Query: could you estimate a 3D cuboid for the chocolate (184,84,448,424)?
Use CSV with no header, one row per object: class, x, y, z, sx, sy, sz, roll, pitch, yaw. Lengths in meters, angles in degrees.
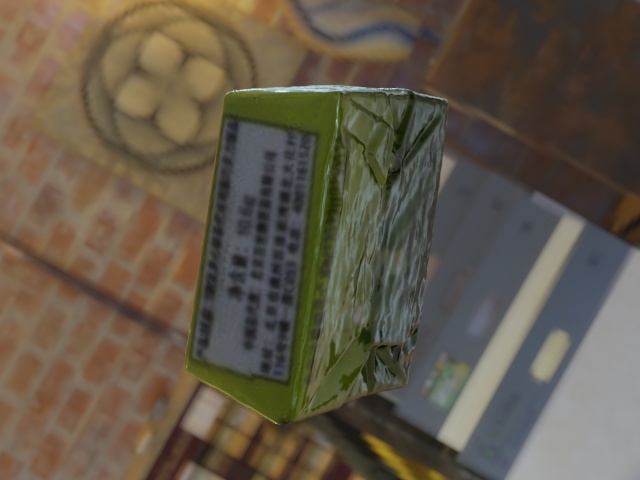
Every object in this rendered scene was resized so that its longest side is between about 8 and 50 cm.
chocolate,0.000,0.000,1.591,0.288,0.137,0.301,-8,-73,-67
